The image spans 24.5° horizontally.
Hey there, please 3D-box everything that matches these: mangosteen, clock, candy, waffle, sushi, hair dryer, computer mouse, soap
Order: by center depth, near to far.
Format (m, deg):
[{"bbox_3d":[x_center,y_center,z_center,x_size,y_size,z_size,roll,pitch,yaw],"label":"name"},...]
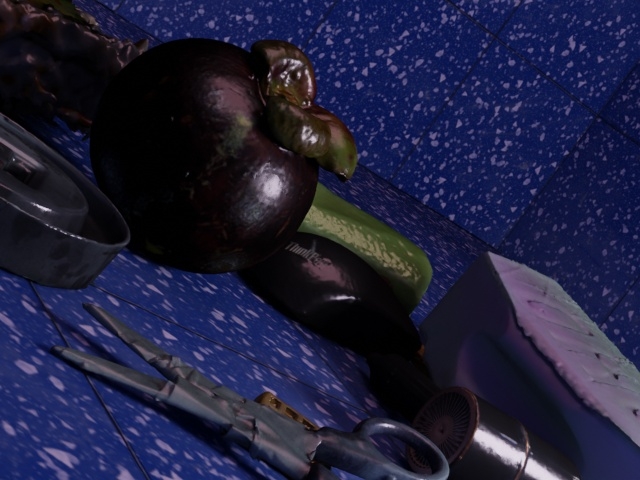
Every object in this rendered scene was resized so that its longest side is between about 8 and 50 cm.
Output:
[{"bbox_3d":[-0.027,0.183,1.335,0.092,0.021,0.135,34,10,-2],"label":"waffle"},{"bbox_3d":[-0.320,-0.065,1.380,0.312,0.061,0.312,35,9,-6],"label":"clock"},{"bbox_3d":[-0.115,-0.101,1.652,0.288,0.288,0.288,35,9,-6],"label":"mangosteen"},{"bbox_3d":[0.145,0.204,1.687,0.189,0.107,0.352,34,3,-29],"label":"hair dryer"},{"bbox_3d":[0.303,0.211,1.798,0.261,0.156,0.446,21,24,-45],"label":"soap"},{"bbox_3d":[-0.384,-0.266,1.831,0.417,0.176,0.417,35,9,-6],"label":"sushi"},{"bbox_3d":[0.020,0.060,1.928,0.269,0.100,0.170,29,14,-41],"label":"computer mouse"},{"bbox_3d":[0.000,0.000,2.105,0.343,0.132,0.142,32,38,-12],"label":"candy"}]

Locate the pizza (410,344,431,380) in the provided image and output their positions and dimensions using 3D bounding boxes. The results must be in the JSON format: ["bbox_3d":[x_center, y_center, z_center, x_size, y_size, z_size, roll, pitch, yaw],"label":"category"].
[{"bbox_3d":[0.194,0.199,1.984,0.262,0.034,0.181,39,23,30],"label":"pizza"}]

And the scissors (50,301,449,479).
[{"bbox_3d":[-0.050,0.163,1.242,0.383,0.029,0.256,30,23,-12],"label":"scissors"}]
